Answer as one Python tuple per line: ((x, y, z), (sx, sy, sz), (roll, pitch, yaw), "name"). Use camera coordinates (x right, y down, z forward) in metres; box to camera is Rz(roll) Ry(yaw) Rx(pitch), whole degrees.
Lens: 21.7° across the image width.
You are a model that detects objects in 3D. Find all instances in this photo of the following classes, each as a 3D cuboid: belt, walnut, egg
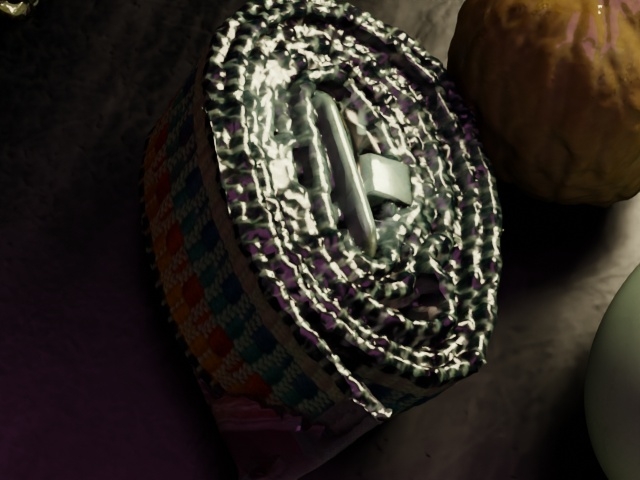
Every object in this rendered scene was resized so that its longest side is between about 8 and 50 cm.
((0.000, 0.000, 1.081), (0.207, 0.160, 0.295), (-9, 69, -31), "belt")
((0.179, -0.125, 1.129), (0.213, 0.213, 0.213), (3, 66, -8), "walnut")
((0.276, 0.072, 1.074), (0.183, 0.183, 0.264), (35, 59, 7), "egg")

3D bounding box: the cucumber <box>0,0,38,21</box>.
((-0.197, -0.228, 1.203), (0.053, 0.053, 0.181), (23, 64, 1), "cucumber")
